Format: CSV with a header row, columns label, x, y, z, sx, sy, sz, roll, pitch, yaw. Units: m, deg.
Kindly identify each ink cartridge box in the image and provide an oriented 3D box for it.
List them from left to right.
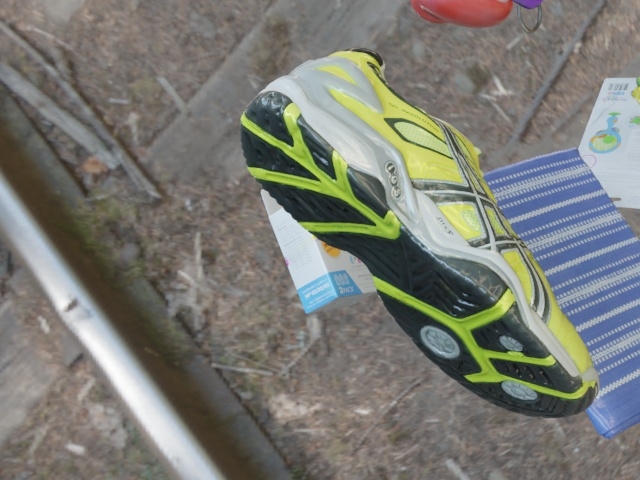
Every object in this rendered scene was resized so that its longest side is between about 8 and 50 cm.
label,x,y,z,sx,sy,sz,roll,pitch,yaw
ink cartridge box,0.000,0.000,1.436,0.061,0.104,0.181,-30,75,35

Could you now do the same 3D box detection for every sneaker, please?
label,x,y,z,sx,sy,sz,roll,pitch,yaw
sneaker,0.111,-0.010,0.898,0.385,0.147,0.145,48,148,-8

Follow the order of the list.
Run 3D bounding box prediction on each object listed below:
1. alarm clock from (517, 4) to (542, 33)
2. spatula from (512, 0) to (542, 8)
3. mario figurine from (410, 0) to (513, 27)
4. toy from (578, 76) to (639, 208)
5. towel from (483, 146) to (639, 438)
label,x,y,z,sx,sy,sz,roll,pitch,yaw
alarm clock,0.168,-0.276,0.929,0.064,0.129,0.192,-2,110,39
spatula,0.171,-0.136,0.557,0.030,0.296,0.084,25,98,50
mario figurine,0.172,-0.391,1.228,0.198,0.170,0.321,-12,63,8
toy,0.434,-0.127,1.476,0.136,0.056,0.237,6,58,32
towel,0.312,0.052,1.256,0.336,0.243,0.040,60,140,16
